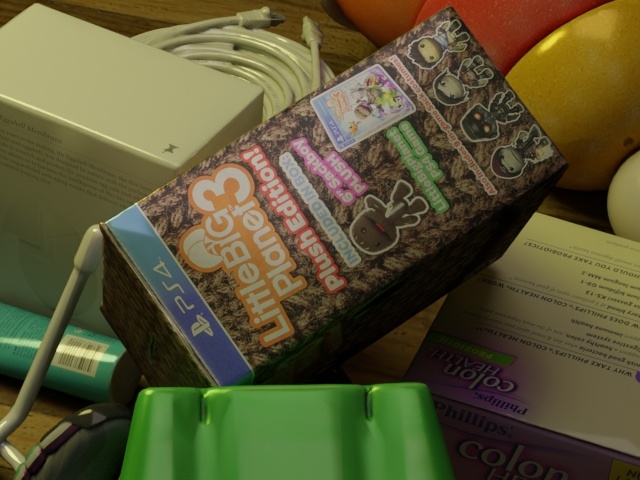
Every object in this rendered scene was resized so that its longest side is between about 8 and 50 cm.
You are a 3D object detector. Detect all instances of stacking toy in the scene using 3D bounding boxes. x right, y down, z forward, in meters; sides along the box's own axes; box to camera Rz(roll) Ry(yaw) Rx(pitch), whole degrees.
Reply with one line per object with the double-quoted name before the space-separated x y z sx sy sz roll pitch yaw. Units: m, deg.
"stacking toy" 0.237 -0.164 1.781 0.351 0.350 0.480 -18 63 -24

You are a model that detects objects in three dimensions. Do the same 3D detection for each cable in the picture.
"cable" -0.103 -0.104 1.780 0.257 0.089 0.257 -6 42 -10

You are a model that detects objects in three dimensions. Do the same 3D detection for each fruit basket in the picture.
"fruit basket" -0.008 0.283 1.192 0.283 0.392 0.392 0 40 -5

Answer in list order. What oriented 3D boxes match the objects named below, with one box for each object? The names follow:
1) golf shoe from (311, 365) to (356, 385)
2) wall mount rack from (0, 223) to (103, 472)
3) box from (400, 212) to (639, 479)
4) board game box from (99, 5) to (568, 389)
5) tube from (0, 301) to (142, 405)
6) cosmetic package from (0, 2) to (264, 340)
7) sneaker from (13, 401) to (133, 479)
"golf shoe" -0.011 0.105 1.540 0.069 0.086 0.176 -28 48 -30
"wall mount rack" -0.318 0.075 1.471 0.350 0.130 0.304 35 70 32
"box" 0.196 0.108 1.528 0.213 0.117 0.243 17 41 14
"board game box" 0.000 0.000 1.393 0.291 0.232 0.141 -33 80 -14
"tube" -0.245 0.083 1.580 0.207 0.052 0.080 16 36 21
"cosmetic package" -0.176 -0.041 1.592 0.224 0.224 0.138 22 43 20
"sneaker" -0.173 0.214 1.318 0.083 0.223 0.098 6 36 -48
